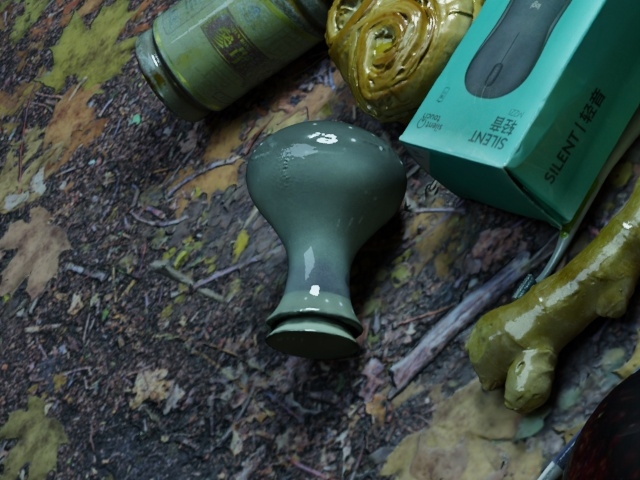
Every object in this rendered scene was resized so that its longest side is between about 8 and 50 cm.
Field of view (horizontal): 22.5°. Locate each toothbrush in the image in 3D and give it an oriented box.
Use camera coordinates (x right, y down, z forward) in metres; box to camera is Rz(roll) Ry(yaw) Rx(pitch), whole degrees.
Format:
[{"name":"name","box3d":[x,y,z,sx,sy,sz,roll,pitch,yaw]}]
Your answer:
[{"name":"toothbrush","box3d":[0.240,0.197,1.526,0.288,0.024,0.026,-47,26,4]},{"name":"toothbrush","box3d":[0.277,-0.038,1.677,0.022,0.026,0.263,23,73,49]}]

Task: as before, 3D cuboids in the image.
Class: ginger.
[{"name":"ginger","box3d":[0.262,0.037,1.596,0.299,0.065,0.118,-48,53,4]}]

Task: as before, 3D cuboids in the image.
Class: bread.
[{"name":"bread","box3d":[0.105,-0.248,1.912,0.198,0.120,0.236,-44,41,18]}]

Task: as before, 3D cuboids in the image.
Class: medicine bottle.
[{"name":"medicine bottle","box3d":[-0.079,-0.296,2.104,0.322,0.151,0.151,-33,42,20]}]

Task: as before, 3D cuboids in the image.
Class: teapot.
[{"name":"teapot","box3d":[0.000,0.000,1.799,0.183,0.183,0.250,-10,65,38]}]

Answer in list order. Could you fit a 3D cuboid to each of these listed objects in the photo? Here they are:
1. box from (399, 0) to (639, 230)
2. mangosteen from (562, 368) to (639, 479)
[{"name":"box","box3d":[0.245,-0.186,1.717,0.311,0.118,0.205,-59,30,-5]},{"name":"mangosteen","box3d":[0.329,0.236,1.219,0.330,0.330,0.330,-24,46,28]}]
